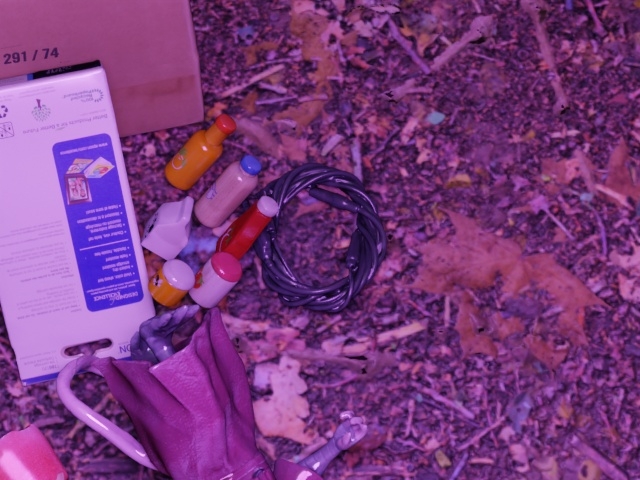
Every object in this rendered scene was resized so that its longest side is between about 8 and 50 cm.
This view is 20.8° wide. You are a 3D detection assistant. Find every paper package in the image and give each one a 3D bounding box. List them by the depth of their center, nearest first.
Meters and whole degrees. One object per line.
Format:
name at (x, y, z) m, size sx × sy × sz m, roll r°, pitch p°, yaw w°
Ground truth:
paper package at (-0.310, -0.245, 1.926) m, size 0.325 × 0.309 × 0.168 m, roll -13°, pitch 59°, yaw -7°

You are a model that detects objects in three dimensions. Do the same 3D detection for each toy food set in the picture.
toy food set at (-0.116, -0.026, 1.902) m, size 0.111 × 0.104 × 0.232 m, roll 32°, pitch 34°, yaw -18°

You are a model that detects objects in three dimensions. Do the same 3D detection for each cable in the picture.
cable at (0.000, 0.000, 1.969) m, size 0.150 × 0.047 × 0.184 m, roll -17°, pitch 62°, yaw -14°

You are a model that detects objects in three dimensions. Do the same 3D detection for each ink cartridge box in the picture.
ink cartridge box at (-0.283, -0.018, 1.892) m, size 0.165 × 0.065 × 0.332 m, roll -11°, pitch 107°, yaw -8°

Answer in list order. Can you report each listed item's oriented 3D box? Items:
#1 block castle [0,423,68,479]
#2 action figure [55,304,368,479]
block castle at (-0.336, 0.342, 1.577) m, size 0.303 × 0.453 × 0.213 m, roll -38°, pitch 78°, yaw -16°
action figure at (-0.105, 0.252, 1.763) m, size 0.276 × 0.248 × 0.370 m, roll -24°, pitch 91°, yaw 23°
